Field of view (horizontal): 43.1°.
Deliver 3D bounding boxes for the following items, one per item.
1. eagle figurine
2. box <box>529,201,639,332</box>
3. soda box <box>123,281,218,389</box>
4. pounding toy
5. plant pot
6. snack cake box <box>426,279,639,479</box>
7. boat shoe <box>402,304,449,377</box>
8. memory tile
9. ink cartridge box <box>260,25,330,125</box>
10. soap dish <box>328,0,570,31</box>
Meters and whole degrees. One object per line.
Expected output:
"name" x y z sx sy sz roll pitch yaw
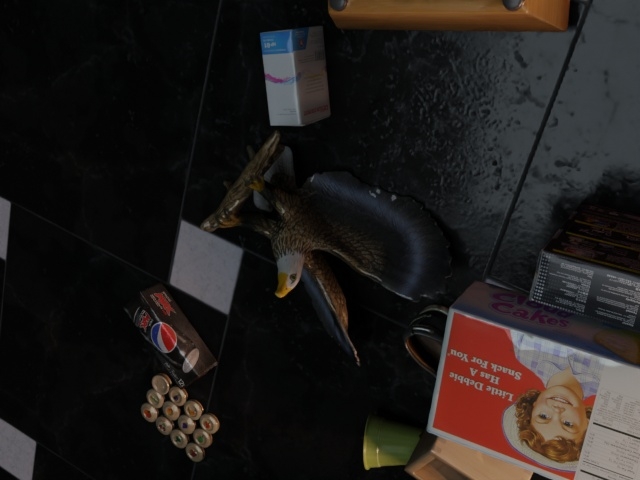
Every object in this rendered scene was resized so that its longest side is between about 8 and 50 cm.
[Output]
"eagle figurine" -0.004 0.009 1.102 0.298 0.225 0.226 31 168 -16
"box" 0.381 0.041 0.851 0.270 0.216 0.060 16 114 23
"soda box" -0.245 0.155 1.328 0.053 0.060 0.169 -39 85 32
"pounding toy" 0.217 0.320 1.106 0.181 0.094 0.206 32 152 5
"plant pot" 0.109 0.294 1.173 0.079 0.083 0.083 3 108 15
"snack cake box" 0.253 0.157 0.817 0.264 0.089 0.152 17 115 24
"boat shoe" 0.205 0.191 1.081 0.233 0.079 0.084 44 120 8
"memory tile" -0.246 0.308 1.407 0.148 0.012 0.113 37 120 15
"ink cartridge box" -0.031 -0.217 1.071 0.052 0.088 0.122 2 107 28
"soap dish" 0.135 -0.354 0.918 0.291 0.118 0.229 9 110 28
